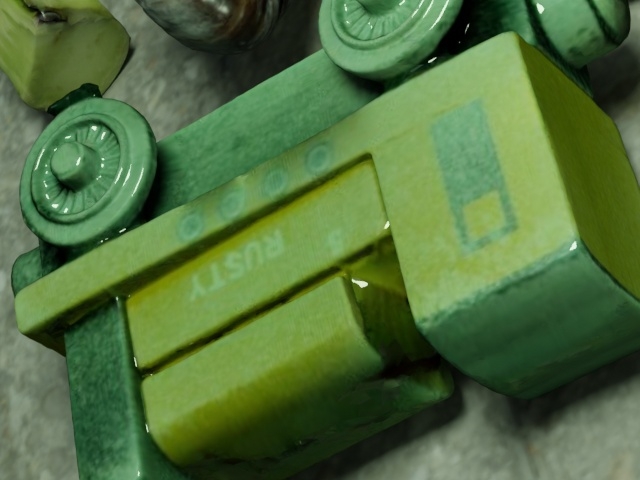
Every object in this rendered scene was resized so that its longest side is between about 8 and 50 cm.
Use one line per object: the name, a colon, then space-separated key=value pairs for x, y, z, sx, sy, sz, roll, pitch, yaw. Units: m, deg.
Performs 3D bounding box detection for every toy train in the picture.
toy train: x=0.000 y=0.000 z=1.072 sx=0.397 sy=0.160 sz=0.253 roll=-27 pitch=56 yaw=23

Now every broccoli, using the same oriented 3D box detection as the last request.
broccoli: x=-0.241 y=-0.244 z=1.427 sx=0.221 sy=0.252 sz=0.361 roll=-44 pitch=79 yaw=14

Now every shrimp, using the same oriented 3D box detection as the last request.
shrimp: x=-0.076 y=-0.209 z=1.240 sx=0.116 sy=0.145 sz=0.343 roll=-55 pitch=12 yaw=21
